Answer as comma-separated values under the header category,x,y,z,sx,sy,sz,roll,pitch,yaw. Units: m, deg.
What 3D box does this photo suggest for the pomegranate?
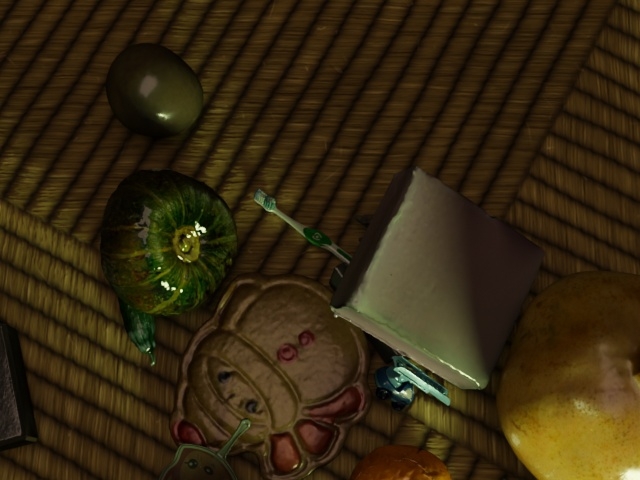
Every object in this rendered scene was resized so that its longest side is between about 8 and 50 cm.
category,x,y,z,sx,sy,sz,roll,pitch,yaw
pomegranate,0.487,0.229,1.571,0.417,0.416,0.416,0,75,2

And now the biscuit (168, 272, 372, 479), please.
category,x,y,z,sx,sy,sz,roll,pitch,yaw
biscuit,-0.093,0.245,1.749,0.381,0.074,0.359,-39,75,-11

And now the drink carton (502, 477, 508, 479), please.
category,x,y,z,sx,sy,sz,roll,pitch,yaw
drink carton,0.340,0.488,1.632,0.146,0.144,0.142,27,83,9

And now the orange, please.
category,x,y,z,sx,sy,sz,roll,pitch,yaw
orange,0.133,0.432,1.640,0.193,0.161,0.193,-3,77,14

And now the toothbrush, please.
category,x,y,z,sx,sy,sz,roll,pitch,yaw
toothbrush,0.000,0.001,1.830,0.304,0.030,0.030,37,79,8

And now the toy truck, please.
category,x,y,z,sx,sy,sz,roll,pitch,yaw
toy truck,0.156,0.259,1.731,0.136,0.063,0.074,37,115,-26

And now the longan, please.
category,x,y,z,sx,sy,sz,roll,pitch,yaw
longan,-0.309,-0.276,1.846,0.189,0.189,0.189,0,75,2

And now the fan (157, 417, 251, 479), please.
category,x,y,z,sx,sy,sz,roll,pitch,yaw
fan,-0.185,0.385,1.693,0.132,0.009,0.220,39,103,3

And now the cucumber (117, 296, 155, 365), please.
category,x,y,z,sx,sy,sz,roll,pitch,yaw
cucumber,-0.336,0.107,1.794,0.056,0.056,0.250,-15,72,-2

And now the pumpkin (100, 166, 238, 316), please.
category,x,y,z,sx,sy,sz,roll,pitch,yaw
pumpkin,-0.276,0.005,1.734,0.189,0.260,0.260,-2,70,45

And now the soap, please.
category,x,y,z,sx,sy,sz,roll,pitch,yaw
soap,0.203,0.066,1.701,0.296,0.107,0.285,33,71,-13

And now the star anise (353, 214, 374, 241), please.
category,x,y,z,sx,sy,sz,roll,pitch,yaw
star anise,0.145,-0.005,1.804,0.182,0.065,0.195,39,81,11

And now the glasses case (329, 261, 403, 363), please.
category,x,y,z,sx,sy,sz,roll,pitch,yaw
glasses case,0.084,0.128,1.766,0.042,0.072,0.190,-32,76,-13

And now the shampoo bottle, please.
category,x,y,z,sx,sy,sz,roll,pitch,yaw
shampoo bottle,-0.564,0.241,1.752,0.079,0.080,0.246,-15,75,-4
